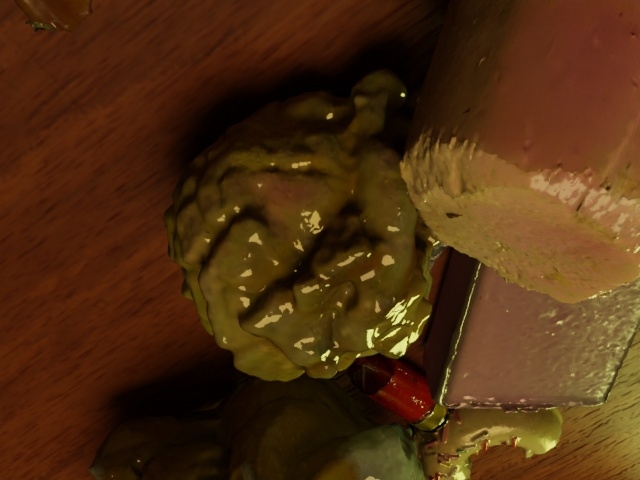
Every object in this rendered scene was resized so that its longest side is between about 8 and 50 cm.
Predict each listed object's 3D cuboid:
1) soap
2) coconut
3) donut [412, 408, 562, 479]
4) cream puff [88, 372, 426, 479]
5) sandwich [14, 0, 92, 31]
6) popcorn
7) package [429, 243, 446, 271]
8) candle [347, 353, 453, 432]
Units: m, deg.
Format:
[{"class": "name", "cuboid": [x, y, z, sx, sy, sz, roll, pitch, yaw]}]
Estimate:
[{"class": "soap", "cuboid": [0.205, 0.047, 1.152, 0.181, 0.081, 0.259, -1, 134, -9]}, {"class": "coconut", "cuboid": [0.186, -0.096, 0.900, 0.233, 0.245, 0.233, 20, 159, 8]}, {"class": "donut", "cuboid": [0.167, 0.203, 1.316, 0.166, 0.065, 0.108, -23, 134, 14]}, {"class": "cream puff", "cuboid": [-0.060, 0.303, 1.190, 0.378, 0.275, 0.378, 5, 118, 9]}, {"class": "sandwich", "cuboid": [-0.152, -0.259, 0.791, 0.212, 0.063, 0.245, -23, 136, 12]}, {"class": "popcorn", "cuboid": [0.000, 0.000, 0.987, 0.259, 0.212, 0.259, -3, 143, -3]}, {"class": "package", "cuboid": [0.085, 0.037, 1.168, 0.037, 0.015, 0.110, 5, 136, -16]}, {"class": "candle", "cuboid": [0.076, 0.146, 1.255, 0.052, 0.052, 0.130, -36, 129, 26]}]
